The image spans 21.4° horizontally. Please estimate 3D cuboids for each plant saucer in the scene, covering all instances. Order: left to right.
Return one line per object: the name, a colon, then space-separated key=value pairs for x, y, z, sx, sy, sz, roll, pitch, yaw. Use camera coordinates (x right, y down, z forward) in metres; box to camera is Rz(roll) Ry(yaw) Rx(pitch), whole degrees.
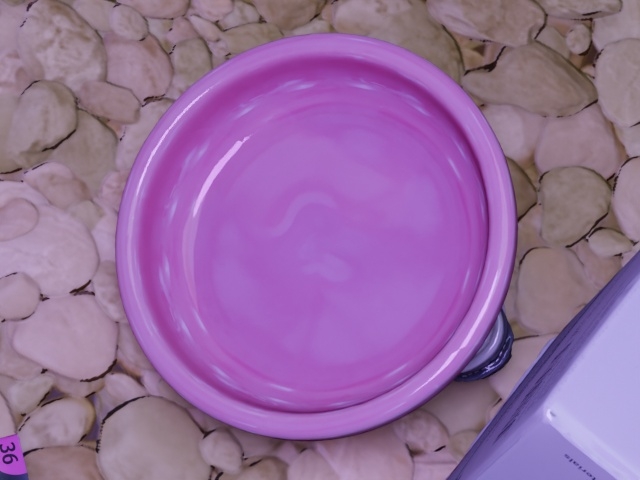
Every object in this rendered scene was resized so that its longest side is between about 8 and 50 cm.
plant saucer: x=0.000 y=0.000 z=1.375 sx=0.332 sy=0.084 sz=0.332 roll=-4 pitch=76 yaw=16

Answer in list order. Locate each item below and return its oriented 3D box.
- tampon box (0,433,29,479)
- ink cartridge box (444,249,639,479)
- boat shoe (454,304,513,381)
tampon box: x=-0.291 y=0.229 z=1.257 sx=0.161 sy=0.101 sz=0.120 roll=-12 pitch=69 yaw=-16
ink cartridge box: x=0.236 y=0.135 z=1.246 sx=0.166 sy=0.395 sz=0.285 roll=39 pitch=64 yaw=6
boat shoe: x=0.053 y=-0.017 z=1.460 sx=0.112 sy=0.095 sz=0.335 roll=-35 pitch=70 yaw=6
